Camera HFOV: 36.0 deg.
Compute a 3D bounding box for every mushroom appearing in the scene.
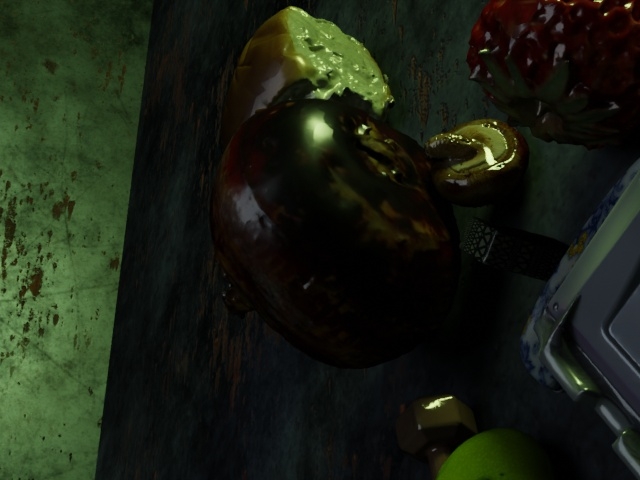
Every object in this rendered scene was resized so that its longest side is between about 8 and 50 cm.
[{"bbox_3d":[0.182,-0.093,1.136,0.127,0.127,0.087,-105,-8,-48],"label":"mushroom"}]

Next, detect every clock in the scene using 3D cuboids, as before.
[{"bbox_3d":[0.282,0.081,0.771,0.253,0.083,0.186,55,129,41],"label":"clock"}]

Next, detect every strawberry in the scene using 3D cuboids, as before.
[{"bbox_3d":[0.270,-0.217,0.954,0.244,0.205,0.205,-57,21,-10],"label":"strawberry"}]

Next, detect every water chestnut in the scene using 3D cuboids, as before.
[{"bbox_3d":[0.000,0.000,1.197,0.302,0.350,0.350,-42,37,25],"label":"water chestnut"}]

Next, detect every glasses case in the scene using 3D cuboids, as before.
[{"bbox_3d":[0.267,0.036,0.921,0.248,0.065,0.087,-63,32,27],"label":"glasses case"}]

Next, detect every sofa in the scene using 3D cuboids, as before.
[{"bbox_3d":[0.207,0.012,1.006,0.039,0.118,0.060,-70,24,12],"label":"sofa"}]

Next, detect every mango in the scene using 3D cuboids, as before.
[{"bbox_3d":[0.174,0.291,0.892,0.175,0.143,0.293,-25,33,12],"label":"mango"}]

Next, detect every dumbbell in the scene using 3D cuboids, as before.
[{"bbox_3d":[0.140,0.276,1.062,0.092,0.082,0.230,-55,32,39],"label":"dumbbell"}]

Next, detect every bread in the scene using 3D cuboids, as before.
[{"bbox_3d":[-0.037,-0.210,1.554,0.279,0.225,0.250,-103,35,-54],"label":"bread"}]
